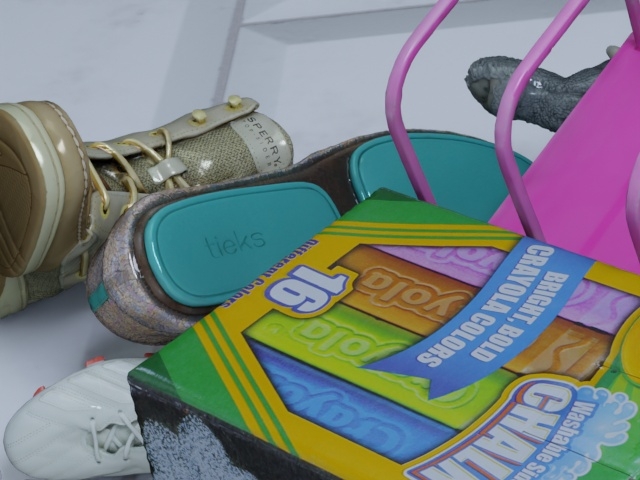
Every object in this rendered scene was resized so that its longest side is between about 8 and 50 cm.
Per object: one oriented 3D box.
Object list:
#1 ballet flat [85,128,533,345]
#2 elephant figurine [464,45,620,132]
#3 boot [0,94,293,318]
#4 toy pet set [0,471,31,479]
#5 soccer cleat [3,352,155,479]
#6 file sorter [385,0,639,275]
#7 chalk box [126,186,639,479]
[{"bbox_3d":[0.000,0.000,0.980,0.316,0.107,0.106,-6,-18,-36],"label":"ballet flat"},{"bbox_3d":[0.247,-0.085,1.007,0.239,0.186,0.169,26,80,42],"label":"elephant figurine"},{"bbox_3d":[-0.108,-0.038,0.998,0.203,0.262,0.095,-19,77,-19],"label":"boot"},{"bbox_3d":[-0.235,0.121,0.911,0.114,0.065,0.122,-34,39,-32],"label":"toy pet set"},{"bbox_3d":[-0.073,0.098,0.905,0.196,0.068,0.076,-11,36,-7],"label":"soccer cleat"},{"bbox_3d":[0.204,-0.043,0.767,0.291,0.182,0.202,23,65,36],"label":"file sorter"},{"bbox_3d":[0.090,0.124,0.717,0.289,0.180,0.179,21,44,37],"label":"chalk box"}]
